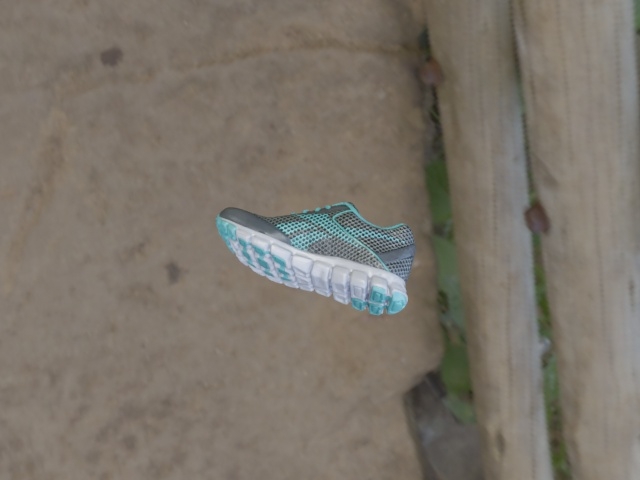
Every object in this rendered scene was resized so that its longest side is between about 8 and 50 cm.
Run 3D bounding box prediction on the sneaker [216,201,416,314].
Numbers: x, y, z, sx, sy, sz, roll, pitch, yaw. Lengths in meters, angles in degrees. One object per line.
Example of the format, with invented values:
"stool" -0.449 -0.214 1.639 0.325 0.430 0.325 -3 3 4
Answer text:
"sneaker" 0.000 0.000 1.089 0.166 0.076 0.065 20 155 11
